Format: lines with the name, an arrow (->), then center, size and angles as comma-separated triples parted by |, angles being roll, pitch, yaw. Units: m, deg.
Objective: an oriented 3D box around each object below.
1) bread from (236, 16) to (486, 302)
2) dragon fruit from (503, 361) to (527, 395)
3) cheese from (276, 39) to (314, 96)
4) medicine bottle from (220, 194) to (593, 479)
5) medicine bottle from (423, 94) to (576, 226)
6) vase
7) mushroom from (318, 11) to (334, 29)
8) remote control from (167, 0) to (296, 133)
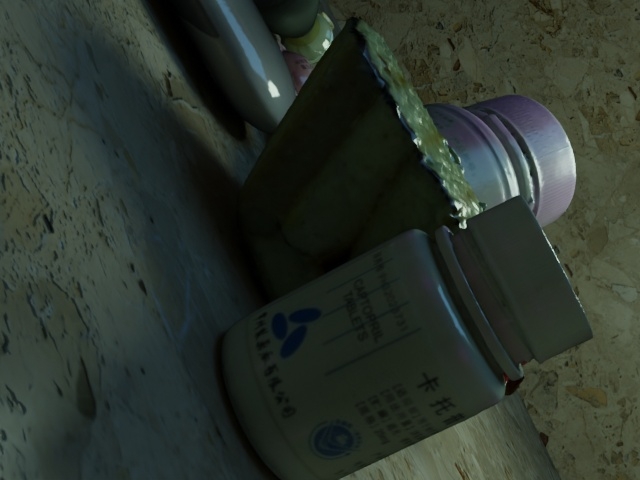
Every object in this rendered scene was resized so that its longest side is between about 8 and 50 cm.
bread -> 0.042, -0.016, 0.981 | 0.395, 0.264, 0.239 | 59, 20, 1
dragon fruit -> 0.199, 0.147, 1.322 | 0.224, 0.227, 0.224 | -16, 90, -82
cheese -> -0.019, -0.241, 1.632 | 0.285, 0.074, 0.189 | 67, 13, 4
medicine bottle -> 0.074, 0.087, 0.766 | 0.170, 0.293, 0.170 | 58, 11, -18
medicine bottle -> 0.179, -0.071, 1.259 | 0.256, 0.325, 0.256 | 36, -43, 42
vase -> -0.065, -0.471, 1.762 | 0.173, 0.173, 0.321 | 66, 7, 14
mushroom -> -0.029, -0.481, 2.028 | 0.148, 0.112, 0.148 | 48, 22, -26
remote control -> -0.131, -0.293, 1.197 | 0.332, 0.104, 0.221 | 62, 6, -4
